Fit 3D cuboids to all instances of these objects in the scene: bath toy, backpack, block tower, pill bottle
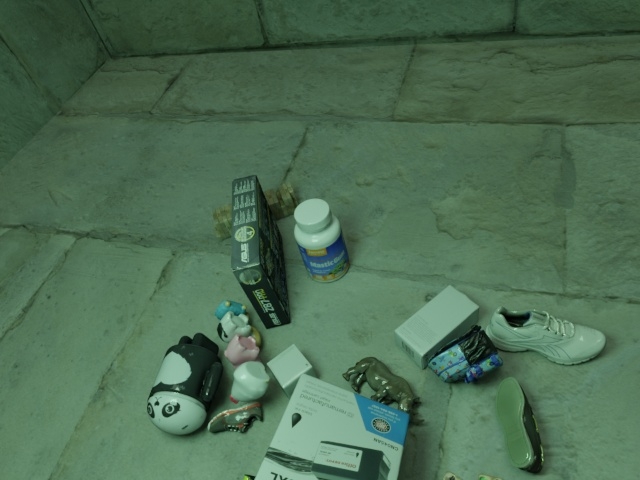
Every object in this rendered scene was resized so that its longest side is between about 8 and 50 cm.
[{"bbox_3d":[-0.229,0.330,1.444,0.129,0.151,0.348,-55,33,17],"label":"bath toy"},{"bbox_3d":[0.376,0.318,1.311,0.173,0.158,0.117,-32,66,4],"label":"backpack"},{"bbox_3d":[-0.253,-0.111,1.901,0.335,0.097,0.091,-22,46,-3],"label":"block tower"},{"bbox_3d":[0.000,0.000,1.609,0.152,0.272,0.152,-8,48,9],"label":"pill bottle"}]

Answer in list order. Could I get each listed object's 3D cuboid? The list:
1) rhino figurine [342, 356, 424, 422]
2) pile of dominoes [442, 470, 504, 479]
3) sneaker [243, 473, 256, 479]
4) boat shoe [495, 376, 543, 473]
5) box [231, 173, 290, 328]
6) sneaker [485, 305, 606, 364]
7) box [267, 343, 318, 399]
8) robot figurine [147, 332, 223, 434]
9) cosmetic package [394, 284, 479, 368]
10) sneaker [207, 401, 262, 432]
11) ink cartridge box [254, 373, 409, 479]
[{"bbox_3d":[0.180,0.403,1.338,0.243,0.073,0.106,33,67,34],"label":"rhino figurine"},{"bbox_3d":[0.351,0.649,1.094,0.196,0.040,0.251,7,51,21],"label":"pile of dominoes"},{"bbox_3d":[-0.074,0.671,1.164,0.300,0.111,0.121,19,77,27],"label":"sneaker"},{"bbox_3d":[0.487,0.449,1.219,0.081,0.068,0.228,-38,29,37],"label":"boat shoe"},{"bbox_3d":[-0.191,0.034,1.602,0.097,0.318,0.395,-13,48,4],"label":"box"},{"bbox_3d":[0.598,0.247,1.325,0.297,0.129,0.111,4,48,17],"label":"sneaker"},{"bbox_3d":[-0.080,0.376,1.422,0.101,0.087,0.102,-34,49,-15],"label":"box"},{"bbox_3d":[-0.384,0.405,1.419,0.173,0.209,0.278,19,50,-10],"label":"robot figurine"},{"bbox_3d":[0.334,0.246,1.430,0.231,0.085,0.117,-34,49,-17],"label":"cosmetic package"},{"bbox_3d":[-0.234,0.502,1.374,0.158,0.061,0.065,-23,54,-5],"label":"sneaker"},{"bbox_3d":[0.012,0.530,1.088,0.285,0.166,0.395,19,36,8],"label":"ink cartridge box"}]
